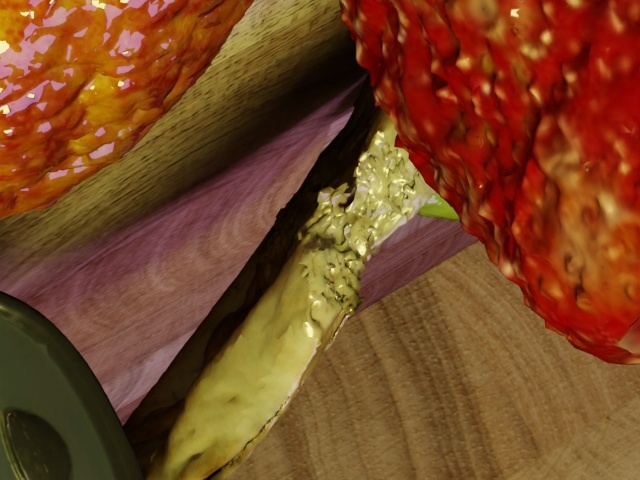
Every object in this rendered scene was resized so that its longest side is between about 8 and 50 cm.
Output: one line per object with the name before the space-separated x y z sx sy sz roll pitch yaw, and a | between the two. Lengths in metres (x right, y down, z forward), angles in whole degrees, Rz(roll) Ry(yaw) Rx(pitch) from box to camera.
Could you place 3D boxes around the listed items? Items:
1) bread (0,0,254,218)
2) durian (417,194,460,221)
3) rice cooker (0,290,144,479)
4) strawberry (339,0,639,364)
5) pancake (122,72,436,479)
bread | -0.049 -0.097 0.549 0.269 0.095 0.139 -40 178 28
durian | 0.157 -0.067 1.677 0.139 0.101 0.250 -36 172 35
rice cooker | -0.216 0.153 0.984 0.267 0.267 0.224 -29 176 -22
strawberry | 0.134 -0.089 0.764 0.261 0.258 0.261 -29 164 -9
pancake | 0.001 0.001 1.089 0.382 0.071 0.382 -56 -176 6
